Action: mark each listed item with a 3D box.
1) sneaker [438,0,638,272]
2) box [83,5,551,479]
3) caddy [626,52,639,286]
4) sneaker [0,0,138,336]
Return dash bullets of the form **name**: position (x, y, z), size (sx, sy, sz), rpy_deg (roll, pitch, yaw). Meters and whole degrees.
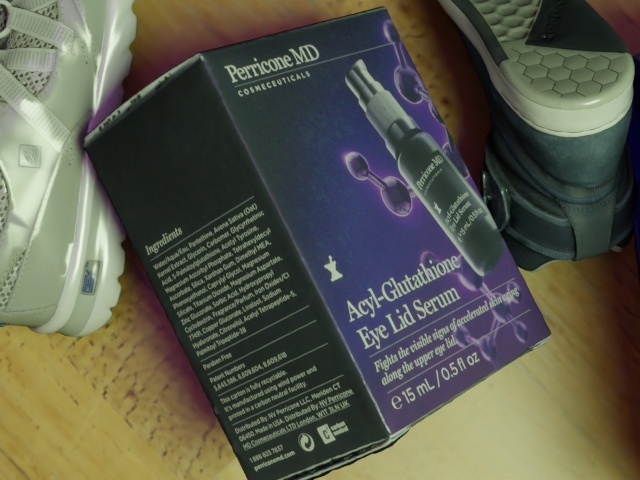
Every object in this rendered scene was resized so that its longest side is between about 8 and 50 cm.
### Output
- **sneaker**: position (0.116, -0.086, 0.791), size (0.086, 0.163, 0.226), rpy_deg (-15, 45, 2)
- **box**: position (0.000, 0.000, 0.729), size (0.153, 0.108, 0.207), rpy_deg (-25, 88, -47)
- **caddy**: position (0.269, 0.018, 0.711), size (0.179, 0.241, 0.341), rpy_deg (-5, 86, 3)
- **sneaker**: position (-0.168, -0.088, 0.745), size (0.115, 0.105, 0.281), rpy_deg (-1, 85, -37)
